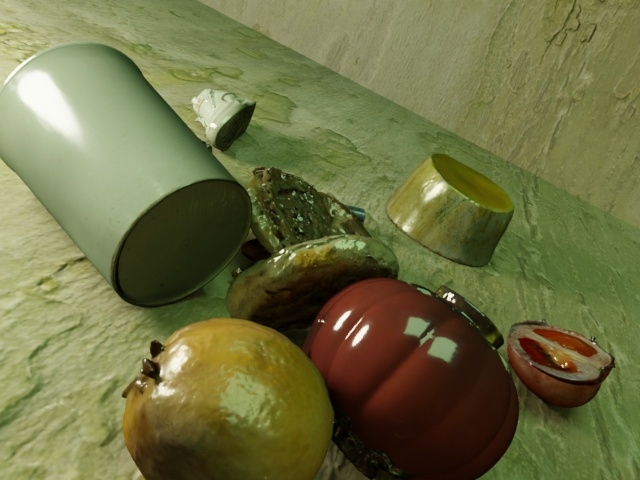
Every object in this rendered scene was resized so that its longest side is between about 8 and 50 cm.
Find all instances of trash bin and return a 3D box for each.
[{"bbox_3d":[-0.333,-0.123,0.983,0.432,0.280,0.280,44,31,27],"label":"trash bin"}]

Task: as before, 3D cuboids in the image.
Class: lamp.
[{"bbox_3d":[0.118,0.187,0.812,0.303,0.257,0.303,45,-7,8],"label":"lamp"}]

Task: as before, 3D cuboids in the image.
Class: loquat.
[{"bbox_3d":[-0.100,0.199,0.678,0.238,0.193,0.238,19,43,-19],"label":"loquat"}]

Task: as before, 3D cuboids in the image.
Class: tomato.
[{"bbox_3d":[0.452,0.250,1.183,0.228,0.112,0.199,-9,31,-45],"label":"tomato"}]

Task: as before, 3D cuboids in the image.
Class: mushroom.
[{"bbox_3d":[-0.114,0.034,1.108,0.088,0.072,0.129,30,26,16],"label":"mushroom"}]

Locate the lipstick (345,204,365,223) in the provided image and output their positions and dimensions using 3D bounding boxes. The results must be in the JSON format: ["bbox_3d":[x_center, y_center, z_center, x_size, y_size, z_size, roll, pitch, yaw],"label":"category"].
[{"bbox_3d":[-0.009,-0.074,1.449,0.234,0.053,0.053,11,29,-18],"label":"lipstick"}]

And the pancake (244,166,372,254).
[{"bbox_3d":[0.001,-0.001,1.180,0.382,0.071,0.382,36,24,-18],"label":"pancake"}]

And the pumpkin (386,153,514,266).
[{"bbox_3d":[0.369,-0.102,1.673,0.332,0.199,0.332,18,28,-10],"label":"pumpkin"}]

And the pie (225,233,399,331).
[{"bbox_3d":[-0.010,0.076,0.917,0.274,0.274,0.055,6,54,-35],"label":"pie"}]

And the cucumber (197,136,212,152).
[{"bbox_3d":[-0.415,-0.261,1.364,0.359,0.096,0.096,30,26,6],"label":"cucumber"}]

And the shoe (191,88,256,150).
[{"bbox_3d":[-0.281,-0.345,1.622,0.159,0.124,0.316,27,20,0],"label":"shoe"}]
